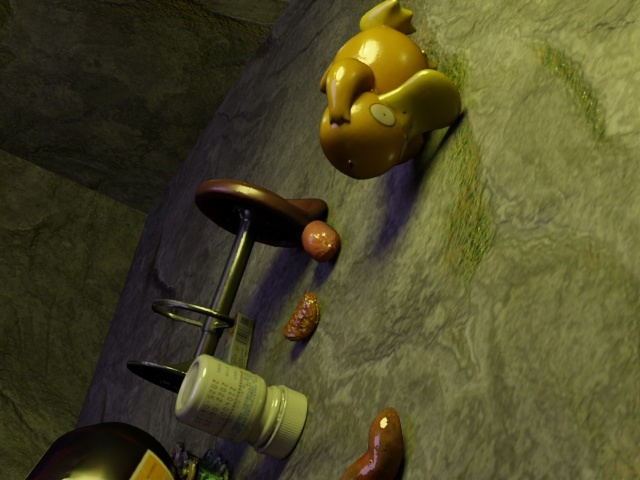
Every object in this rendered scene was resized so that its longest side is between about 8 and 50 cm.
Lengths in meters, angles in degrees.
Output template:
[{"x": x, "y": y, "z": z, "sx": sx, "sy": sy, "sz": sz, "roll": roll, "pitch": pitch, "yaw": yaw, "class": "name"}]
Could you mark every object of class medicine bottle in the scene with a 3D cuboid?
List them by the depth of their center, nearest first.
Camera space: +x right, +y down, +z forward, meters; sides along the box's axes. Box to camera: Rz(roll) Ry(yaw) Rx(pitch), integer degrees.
[{"x": -0.114, "y": 0.236, "z": 1.451, "sx": 0.105, "sy": 0.168, "sz": 0.105, "roll": -56, "pitch": 18, "yaw": 29, "class": "medicine bottle"}, {"x": -0.367, "y": 0.447, "z": 1.454, "sx": 0.242, "sy": 0.242, "sz": 0.395, "roll": -57, "pitch": -2, "yaw": 28, "class": "medicine bottle"}]

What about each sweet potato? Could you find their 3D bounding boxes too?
[{"x": 0.045, "y": 0.276, "z": 1.107, "sx": 0.055, "sy": 0.058, "sz": 0.202, "roll": 92, "pitch": -163, "yaw": -77, "class": "sweet potato"}]

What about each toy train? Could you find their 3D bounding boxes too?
[{"x": -0.209, "y": 0.408, "z": 1.677, "sx": 0.194, "sy": 0.080, "sz": 0.125, "roll": 11, "pitch": 86, "yaw": 68, "class": "toy train"}]

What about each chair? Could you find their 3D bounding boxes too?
[{"x": -0.147, "y": 0.063, "z": 1.701, "sx": 0.226, "sy": 0.226, "sz": 0.401, "roll": -27, "pitch": 41, "yaw": 65, "class": "chair"}]

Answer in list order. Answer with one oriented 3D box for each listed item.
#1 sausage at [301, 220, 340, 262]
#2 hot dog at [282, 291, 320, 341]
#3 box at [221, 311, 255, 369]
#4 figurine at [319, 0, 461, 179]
[{"x": 0.000, "y": 0.000, "z": 1.628, "sx": 0.054, "sy": 0.059, "sz": 0.094, "roll": -50, "pitch": 14, "yaw": 5, "class": "sausage"}, {"x": -0.026, "y": 0.120, "z": 1.580, "sx": 0.083, "sy": 0.035, "sz": 0.058, "roll": -59, "pitch": 18, "yaw": 19, "class": "hot dog"}, {"x": -0.157, "y": 0.221, "z": 1.833, "sx": 0.050, "sy": 0.041, "sz": 0.207, "roll": -48, "pitch": 24, "yaw": 38, "class": "box"}, {"x": 0.083, "y": -0.199, "z": 1.429, "sx": 0.215, "sy": 0.215, "sz": 0.228, "roll": -56, "pitch": 30, "yaw": 28, "class": "figurine"}]
